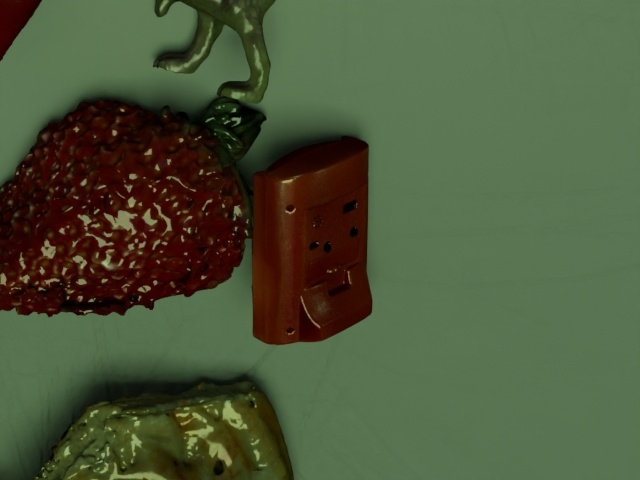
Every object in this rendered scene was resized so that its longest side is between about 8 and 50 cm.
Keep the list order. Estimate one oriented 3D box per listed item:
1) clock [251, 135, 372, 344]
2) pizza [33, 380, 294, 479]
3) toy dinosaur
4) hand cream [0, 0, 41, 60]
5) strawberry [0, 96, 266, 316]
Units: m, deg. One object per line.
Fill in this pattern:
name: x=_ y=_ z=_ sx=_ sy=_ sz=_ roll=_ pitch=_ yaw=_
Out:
clock: x=0.000 y=0.000 z=1.376 sx=0.113 sy=0.061 sz=0.155 roll=-25 pitch=124 yaw=-42
pizza: x=-0.155 y=0.224 z=1.444 sx=0.297 sy=0.071 sz=0.189 roll=-13 pitch=113 yaw=-22
toy dinosaur: x=-0.052 y=-0.210 z=1.292 sx=0.251 sy=0.072 sz=0.200 roll=9 pitch=104 yaw=-1
hand cream: x=-0.253 y=-0.232 z=1.168 sx=0.149 sy=0.230 sz=0.230 roll=26 pitch=110 yaw=-23
strawberry: x=-0.162 y=-0.010 z=1.352 sx=0.286 sy=0.106 sz=0.188 roll=-29 pitch=115 yaw=7
